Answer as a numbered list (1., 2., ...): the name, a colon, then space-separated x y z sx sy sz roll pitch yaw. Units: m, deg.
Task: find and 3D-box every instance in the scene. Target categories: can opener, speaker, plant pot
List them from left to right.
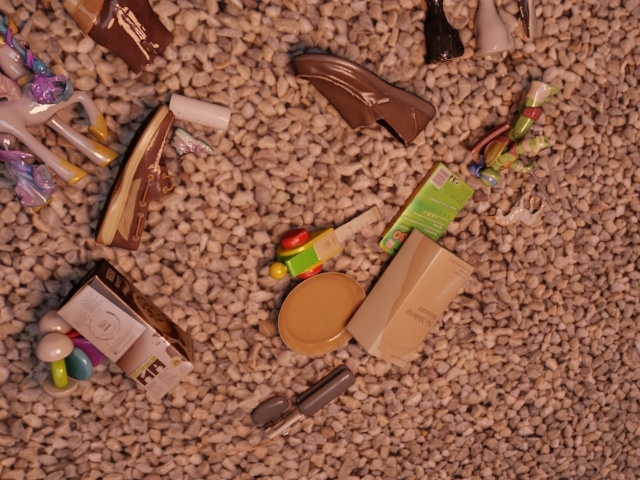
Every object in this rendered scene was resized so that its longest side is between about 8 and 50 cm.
1. speaker: -0.270 -0.287 1.374 0.136 0.055 0.055 12 99 -15
2. can opener: -0.040 0.408 1.570 0.280 0.074 0.093 -32 106 -5
3. plant pot: 0.003 0.179 1.527 0.236 0.032 0.236 -9 117 -19

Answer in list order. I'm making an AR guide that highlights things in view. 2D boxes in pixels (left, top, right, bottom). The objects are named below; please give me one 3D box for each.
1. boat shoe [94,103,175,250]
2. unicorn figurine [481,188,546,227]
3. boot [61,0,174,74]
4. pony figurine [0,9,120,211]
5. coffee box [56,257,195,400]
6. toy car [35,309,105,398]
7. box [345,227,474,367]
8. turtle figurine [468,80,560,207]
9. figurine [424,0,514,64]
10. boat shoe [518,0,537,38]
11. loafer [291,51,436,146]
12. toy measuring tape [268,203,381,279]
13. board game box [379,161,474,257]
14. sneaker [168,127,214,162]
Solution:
1. boat shoe: -0.383 -0.131 1.356 0.123 0.123 0.342 22 100 -25
2. unicorn figurine: 0.522 -0.076 1.600 0.162 0.060 0.111 23 96 -16
3. boot: -0.391 -0.507 1.298 0.207 0.090 0.248 40 90 -30
4. pony figurine: -0.623 -0.247 1.217 0.351 0.303 0.363 -45 107 -34
5. coffee box: -0.429 0.196 1.385 0.119 0.168 0.297 -43 108 -1
6. toy car: -0.551 0.249 1.366 0.136 0.182 0.159 -6 122 -18
7. box: 0.219 0.144 1.519 0.148 0.121 0.311 27 100 -36
8. turtle figurine: 0.526 -0.232 1.501 0.198 0.275 0.266 18 94 -51
9. figurine: 0.341 -0.538 1.447 0.215 0.092 0.209 -12 100 -11
10. boat shoe: 0.504 -0.558 1.502 0.046 0.038 0.125 -36 121 -47
11. loafer: 0.094 -0.319 1.409 0.366 0.134 0.130 21 97 -16
12. toy measuring tape: 0.000 0.000 1.494 0.330 0.121 0.121 -33 109 -28
13. board game box: 0.265 -0.060 1.558 0.124 0.039 0.259 36 91 -18
14. sneaker: -0.299 -0.204 1.397 0.098 0.038 0.069 31 96 -8
